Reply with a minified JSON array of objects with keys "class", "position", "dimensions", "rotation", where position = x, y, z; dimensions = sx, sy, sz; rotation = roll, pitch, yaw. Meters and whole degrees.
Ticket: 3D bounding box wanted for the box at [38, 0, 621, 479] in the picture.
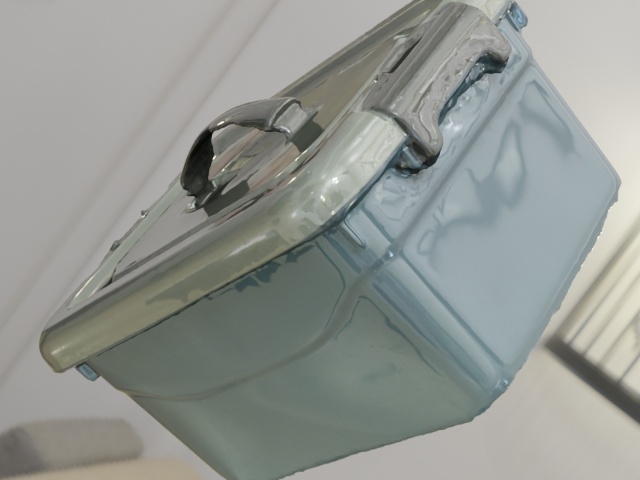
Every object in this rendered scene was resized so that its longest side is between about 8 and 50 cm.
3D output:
[{"class":"box","position":[0.000,0.000,0.560],"dimensions":[0.130,0.162,0.227],"rotation":[48,-39,-13]}]
